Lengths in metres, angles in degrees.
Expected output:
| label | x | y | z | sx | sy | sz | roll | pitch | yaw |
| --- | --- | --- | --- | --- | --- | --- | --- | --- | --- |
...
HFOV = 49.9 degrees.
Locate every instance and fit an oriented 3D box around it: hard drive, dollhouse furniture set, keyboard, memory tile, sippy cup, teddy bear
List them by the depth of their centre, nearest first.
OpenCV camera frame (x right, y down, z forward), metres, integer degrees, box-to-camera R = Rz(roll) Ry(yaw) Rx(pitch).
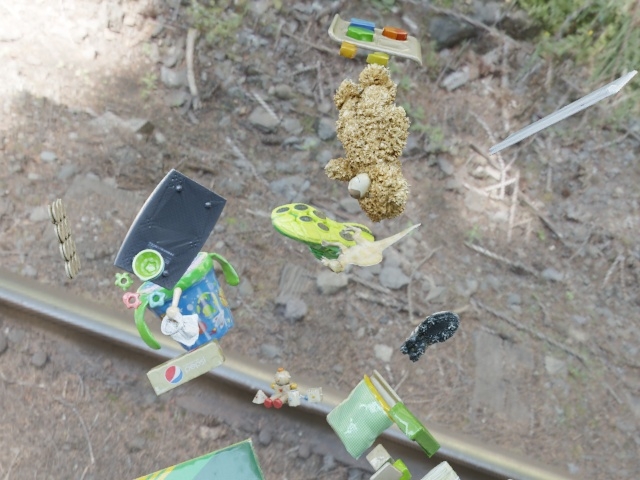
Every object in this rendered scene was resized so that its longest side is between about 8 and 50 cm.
| label | x | y | z | sx | sy | sz | roll | pitch | yaw |
| --- | --- | --- | --- | --- | --- | --- | --- | --- | --- |
| keyboard | 0.363 | -0.191 | 1.059 | 0.072 | 0.256 | 0.014 | -32 | 93 | -31 |
| memory tile | -0.489 | -0.003 | 1.316 | 0.012 | 0.148 | 0.113 | -12 | 14 | -9 |
| teddy bear | 0.096 | -0.209 | 1.464 | 0.113 | 0.245 | 0.338 | 6 | 88 | -45 |
| hard drive | -0.348 | -0.026 | 1.582 | 0.172 | 0.254 | 0.054 | 30 | 3 | -34 |
| dollhouse furniture set | 0.127 | 0.467 | 1.759 | 0.197 | 0.151 | 0.301 | -43 | 45 | -1 |
| sippy cup | -0.367 | 0.185 | 1.962 | 0.305 | 0.240 | 0.224 | -30 | 106 | -6 |

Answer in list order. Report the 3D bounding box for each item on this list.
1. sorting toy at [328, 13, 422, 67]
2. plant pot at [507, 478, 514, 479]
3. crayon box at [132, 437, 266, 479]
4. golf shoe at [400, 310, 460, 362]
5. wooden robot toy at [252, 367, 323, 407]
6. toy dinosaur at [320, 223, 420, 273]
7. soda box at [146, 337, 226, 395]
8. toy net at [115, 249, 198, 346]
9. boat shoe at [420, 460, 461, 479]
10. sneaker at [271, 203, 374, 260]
| label | x | y | z | sx | sy | sz | roll | pitch | yaw |
| --- | --- | --- | --- | --- | --- | --- | --- | --- | --- |
| sorting toy | 0.132 | -0.464 | 1.597 | 0.229 | 0.041 | 0.307 | 17 | 29 | -2 |
| plant pot | 0.398 | 0.669 | 1.323 | 0.248 | 0.252 | 0.247 | -43 | 50 | -15 |
| crayon box | -0.248 | 0.374 | 0.920 | 0.318 | 0.202 | 0.081 | -12 | 67 | -26 |
| golf shoe | 0.281 | 0.223 | 1.735 | 0.077 | 0.198 | 0.094 | 48 | 38 | 1 |
| wooden robot toy | -0.081 | 0.322 | 1.515 | 0.076 | 0.173 | 0.079 | -8 | 90 | -58 |
| toy dinosaur | 0.064 | 0.015 | 1.065 | 0.183 | 0.053 | 0.092 | -24 | 34 | -31 |
| soda box | -0.327 | 0.309 | 1.686 | 0.181 | 0.058 | 0.061 | -25 | 93 | 0 |
| toy net | -0.354 | 0.137 | 1.495 | 0.122 | 0.045 | 0.232 | -33 | 74 | -12 |
| boat shoe | 0.252 | 0.709 | 1.864 | 0.302 | 0.109 | 0.094 | -23 | 71 | -28 |
| sneaker | 0.000 | 0.000 | 1.701 | 0.295 | 0.123 | 0.109 | 19 | 45 | -32 |
